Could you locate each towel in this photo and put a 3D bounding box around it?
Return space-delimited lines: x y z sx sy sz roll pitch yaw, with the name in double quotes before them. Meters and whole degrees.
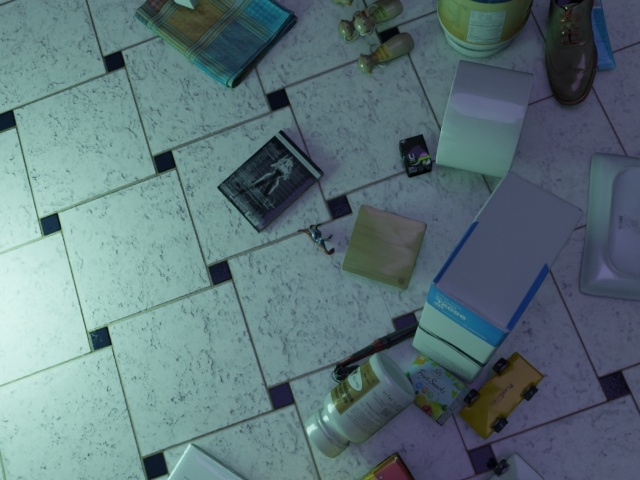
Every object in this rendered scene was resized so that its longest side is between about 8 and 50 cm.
"towel" -0.284 -0.598 1.875 0.370 0.040 0.271 39 83 14

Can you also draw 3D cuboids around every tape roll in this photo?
"tape roll" 0.373 -0.275 1.606 0.169 0.246 0.246 15 78 11

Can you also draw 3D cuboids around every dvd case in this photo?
"dvd case" -0.125 -0.149 1.752 0.221 0.018 0.164 -43 74 -4

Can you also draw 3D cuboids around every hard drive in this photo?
"hard drive" -0.289 0.641 1.560 0.203 0.040 0.308 29 81 13

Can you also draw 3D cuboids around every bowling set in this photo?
"bowling set" 0.107 -0.588 1.748 0.154 0.200 0.287 -27 70 1

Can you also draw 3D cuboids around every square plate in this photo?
"square plate" 0.783 -0.026 1.594 0.343 0.049 0.348 8 77 8

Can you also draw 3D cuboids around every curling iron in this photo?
"curling iron" 0.148 0.250 1.609 0.274 0.035 0.068 -33 79 -1

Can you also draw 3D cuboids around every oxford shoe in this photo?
"oxford shoe" 0.588 -0.500 1.675 0.122 0.130 0.349 -3 82 28

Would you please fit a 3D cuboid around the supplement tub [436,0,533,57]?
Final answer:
"supplement tub" 0.389 -0.592 1.646 0.228 0.316 0.229 -2 76 7

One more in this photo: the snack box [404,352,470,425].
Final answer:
"snack box" 0.244 0.324 1.542 0.100 0.037 0.141 -48 42 -7

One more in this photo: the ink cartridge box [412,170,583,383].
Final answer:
"ink cartridge box" 0.339 0.092 1.419 0.166 0.395 0.285 32 70 15

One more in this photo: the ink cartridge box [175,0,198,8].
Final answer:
"ink cartridge box" -0.331 -0.718 1.841 0.061 0.104 0.181 23 80 14

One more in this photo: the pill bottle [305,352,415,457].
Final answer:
"pill bottle" 0.082 0.362 1.526 0.229 0.131 0.131 -42 74 11

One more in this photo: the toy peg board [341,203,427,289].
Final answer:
"toy peg board" 0.153 0.014 1.657 0.161 0.079 0.161 18 94 12

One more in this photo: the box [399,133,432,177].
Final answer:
"box" 0.230 -0.205 1.705 0.062 0.052 0.083 -15 74 2

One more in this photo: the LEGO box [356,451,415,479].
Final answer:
"LEGO box" 0.059 0.732 1.416 0.500 0.193 0.373 -35 75 -3

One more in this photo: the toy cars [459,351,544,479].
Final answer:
"toy cars" 0.389 0.438 1.509 0.176 0.087 0.394 -1 79 19

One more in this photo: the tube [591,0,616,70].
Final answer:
"tube" 0.673 -0.517 1.734 0.080 0.052 0.207 -7 79 21

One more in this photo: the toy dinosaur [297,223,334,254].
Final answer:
"toy dinosaur" 0.000 0.000 1.699 0.090 0.047 0.082 -20 82 36
